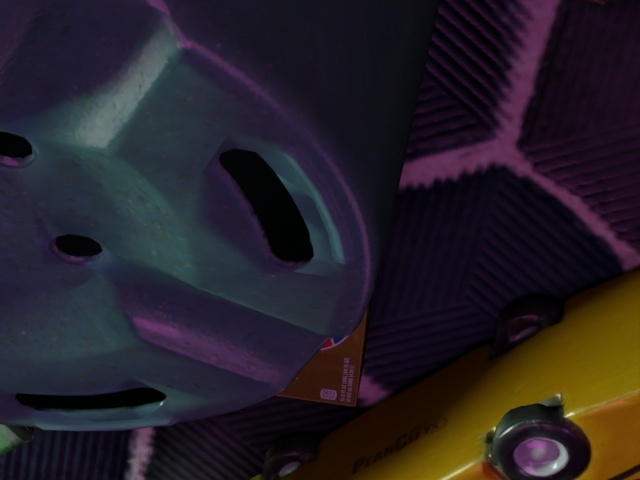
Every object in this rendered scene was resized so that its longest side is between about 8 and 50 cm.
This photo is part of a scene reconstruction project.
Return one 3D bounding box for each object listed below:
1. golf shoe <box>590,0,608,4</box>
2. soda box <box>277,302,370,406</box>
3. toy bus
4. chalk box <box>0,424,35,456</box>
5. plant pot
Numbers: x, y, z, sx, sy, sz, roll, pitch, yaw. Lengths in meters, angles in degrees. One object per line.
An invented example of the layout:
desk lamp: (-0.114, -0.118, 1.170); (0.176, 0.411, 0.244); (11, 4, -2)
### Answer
golf shoe: (0.117, -0.193, 0.748); (0.086, 0.067, 0.186); (15, 126, -1)
soda box: (0.000, 0.000, 0.907); (0.061, 0.058, 0.181); (8, 125, 3)
toy bus: (0.097, 0.137, 0.960); (0.333, 0.108, 0.130); (-33, 116, 26)
chalk box: (-0.255, 0.025, 0.919); (0.132, 0.132, 0.213); (-31, 114, 26)
plant pot: (-0.087, -0.136, 0.597); (0.341, 0.334, 0.341); (5, 145, 4)
